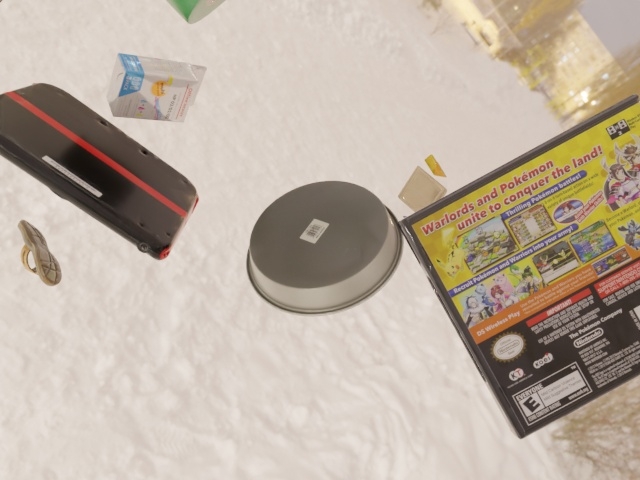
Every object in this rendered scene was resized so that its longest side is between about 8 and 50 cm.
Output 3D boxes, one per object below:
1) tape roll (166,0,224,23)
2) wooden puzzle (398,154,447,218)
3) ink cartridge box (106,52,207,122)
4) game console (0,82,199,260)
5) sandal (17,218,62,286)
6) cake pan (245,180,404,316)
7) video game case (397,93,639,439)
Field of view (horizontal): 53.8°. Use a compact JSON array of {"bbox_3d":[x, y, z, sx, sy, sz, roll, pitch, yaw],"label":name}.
[{"bbox_3d":[-0.116,-0.474,0.964,0.077,0.321,0.321,46,24,-14],"label":"tape roll"},{"bbox_3d":[0.172,-0.080,1.058,0.014,0.116,0.078,-8,54,-50],"label":"wooden puzzle"},{"bbox_3d":[-0.306,-0.289,1.215,0.181,0.104,0.061,-3,49,-36],"label":"ink cartridge box"},{"bbox_3d":[-0.405,-0.134,1.130,0.386,0.060,0.342,36,19,-13],"label":"game console"},{"bbox_3d":[-0.543,0.030,1.197,0.180,0.049,0.072,48,-7,33],"label":"sandal"},{"bbox_3d":[0.000,0.000,1.129,0.054,0.293,0.293,71,4,-48],"label":"cake pan"},{"bbox_3d":[0.258,0.025,0.642,0.248,0.275,0.035,62,0,2],"label":"video game case"}]
